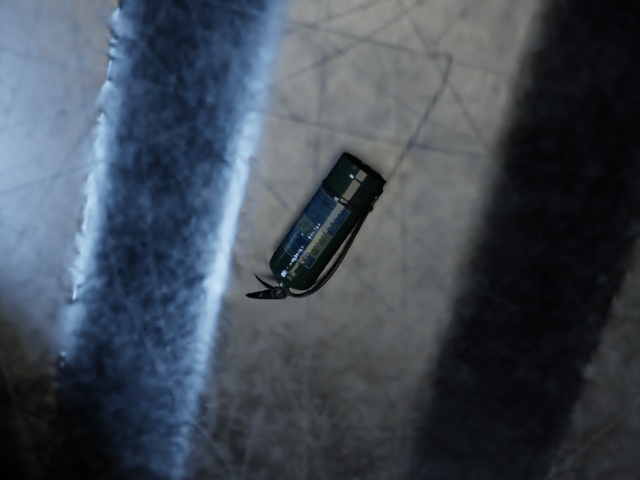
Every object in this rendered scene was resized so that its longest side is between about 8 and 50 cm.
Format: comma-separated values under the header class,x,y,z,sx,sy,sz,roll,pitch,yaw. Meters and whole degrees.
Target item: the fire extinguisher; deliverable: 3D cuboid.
class,x,y,z,sx,sy,sz,roll,pitch,yaw
fire extinguisher,0.000,0.000,0.353,0.038,0.025,0.083,27,106,-31
